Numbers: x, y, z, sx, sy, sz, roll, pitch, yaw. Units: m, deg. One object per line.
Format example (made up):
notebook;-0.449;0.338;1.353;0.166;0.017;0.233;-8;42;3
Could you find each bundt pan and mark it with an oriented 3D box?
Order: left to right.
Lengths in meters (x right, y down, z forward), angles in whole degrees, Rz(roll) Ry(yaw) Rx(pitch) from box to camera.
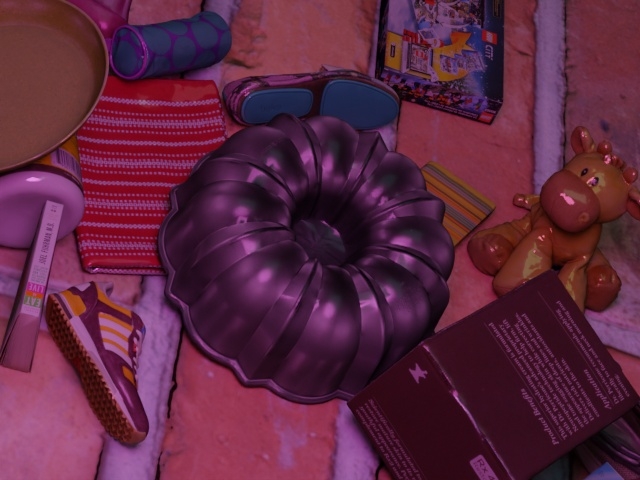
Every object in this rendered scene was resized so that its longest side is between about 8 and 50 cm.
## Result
bundt pan;0.000;0.000;1.768;0.331;0.124;0.330;10;58;-17

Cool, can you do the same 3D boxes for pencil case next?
pencil case;-0.175;-0.226;1.931;0.070;0.064;0.152;31;30;30

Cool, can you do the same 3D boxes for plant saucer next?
plant saucer;-0.331;-0.154;1.700;0.241;0.037;0.241;-4;55;5

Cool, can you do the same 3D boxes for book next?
book;-0.284;0.045;1.661;0.035;0.096;0.144;15;48;-11

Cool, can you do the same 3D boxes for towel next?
towel;-0.185;-0.077;1.852;0.199;0.031;0.274;2;52;-21
towel;0.102;-0.007;1.926;0.102;0.021;0.237;36;48;16

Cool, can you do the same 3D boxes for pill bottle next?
pill bottle;-0.316;-0.106;1.759;0.117;0.117;0.215;3;51;-21

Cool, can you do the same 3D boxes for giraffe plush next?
giraffe plush;0.294;-0.025;1.917;0.181;0.170;0.210;33;47;5

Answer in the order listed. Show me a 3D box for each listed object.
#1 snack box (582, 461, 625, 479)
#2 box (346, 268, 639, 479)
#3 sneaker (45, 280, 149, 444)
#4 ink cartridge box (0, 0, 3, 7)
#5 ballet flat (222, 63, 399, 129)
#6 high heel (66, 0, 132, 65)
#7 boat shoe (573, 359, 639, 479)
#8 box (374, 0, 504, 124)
snack box;0.241;0.371;1.640;0.322;0.060;0.187;-29;68;-38
box;0.175;0.163;1.693;0.203;0.167;0.168;-26;79;-36
sneaker;-0.200;0.115;1.658;0.084;0.069;0.185;-19;63;-28
ink cartridge box;-0.496;-0.352;1.814;0.308;0.129;0.223;5;76;-13
ballet flat;-0.014;-0.176;1.986;0.222;0.076;0.079;-3;35;-25
high heel;-0.338;-0.282;1.946;0.244;0.082;0.117;18;82;1
boat shoe;0.286;0.161;1.811;0.103;0.092;0.285;-22;63;-35
box;0.155;-0.263;2.142;0.159;0.044;0.233;16;48;-10
